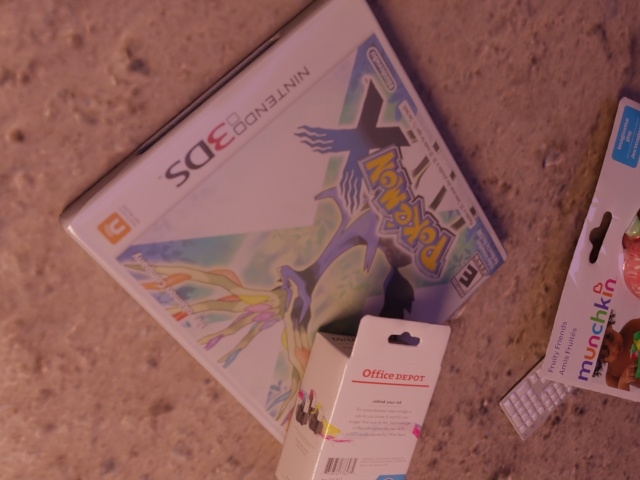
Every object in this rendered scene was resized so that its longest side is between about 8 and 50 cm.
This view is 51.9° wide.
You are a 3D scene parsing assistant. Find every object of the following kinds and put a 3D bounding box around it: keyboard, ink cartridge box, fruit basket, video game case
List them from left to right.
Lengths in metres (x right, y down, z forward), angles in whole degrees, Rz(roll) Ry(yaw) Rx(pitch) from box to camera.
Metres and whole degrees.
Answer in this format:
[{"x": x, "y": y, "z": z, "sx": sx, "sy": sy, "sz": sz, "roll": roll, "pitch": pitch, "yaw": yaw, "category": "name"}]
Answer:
[{"x": 0.000, "y": 0.000, "z": 0.588, "sx": 0.300, "sy": 0.036, "sz": 0.329, "roll": -43, "pitch": 121, "yaw": -11, "category": "video game case"}, {"x": 0.038, "y": 0.146, "z": 0.595, "sx": 0.104, "sy": 0.061, "sz": 0.181, "roll": 11, "pitch": 100, "yaw": -31, "category": "ink cartridge box"}, {"x": 0.325, "y": 0.139, "z": 0.822, "sx": 0.256, "sy": 0.014, "sz": 0.072, "roll": -40, "pitch": 120, "yaw": -13, "category": "keyboard"}, {"x": 0.446, "y": 0.042, "z": 0.766, "sx": 0.353, "sy": 0.165, "sz": 0.326, "roll": 17, "pitch": 90, "yaw": -25, "category": "fruit basket"}]
